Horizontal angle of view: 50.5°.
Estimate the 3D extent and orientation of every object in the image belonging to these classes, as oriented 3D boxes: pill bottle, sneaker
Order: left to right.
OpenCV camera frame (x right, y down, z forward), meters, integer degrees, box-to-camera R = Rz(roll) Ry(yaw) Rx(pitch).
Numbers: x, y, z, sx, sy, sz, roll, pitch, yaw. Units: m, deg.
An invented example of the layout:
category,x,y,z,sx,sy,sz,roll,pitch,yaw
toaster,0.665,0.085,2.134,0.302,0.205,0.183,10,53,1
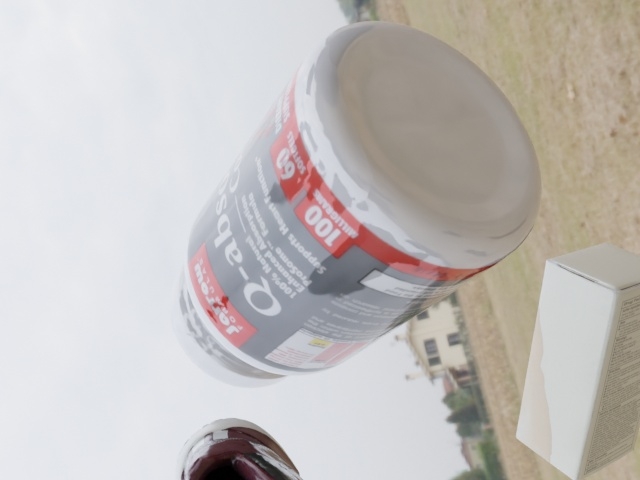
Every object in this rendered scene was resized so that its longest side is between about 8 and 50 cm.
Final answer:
category,x,y,z,sx,sy,sz,roll,pitch,yaw
pill bottle,0.000,0.000,0.616,0.363,0.210,0.210,-45,48,48
sneaker,0.004,0.237,0.438,0.281,0.106,0.162,42,168,4

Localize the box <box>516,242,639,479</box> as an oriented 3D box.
category,x,y,z,sx,sy,sz,roll,pitch,yaw
box,0.399,0.174,0.996,0.121,0.148,0.311,32,125,51
